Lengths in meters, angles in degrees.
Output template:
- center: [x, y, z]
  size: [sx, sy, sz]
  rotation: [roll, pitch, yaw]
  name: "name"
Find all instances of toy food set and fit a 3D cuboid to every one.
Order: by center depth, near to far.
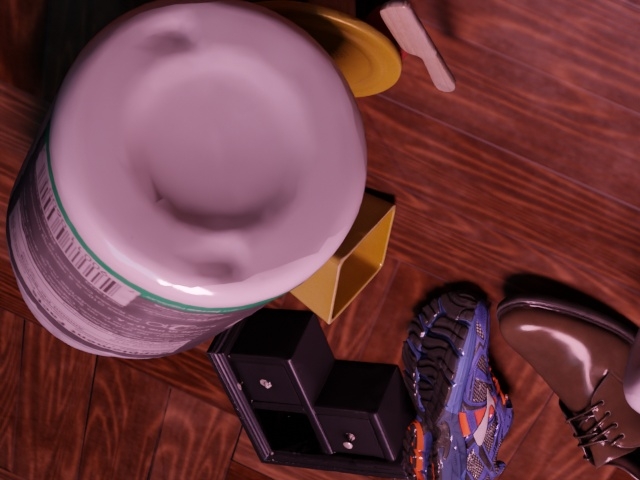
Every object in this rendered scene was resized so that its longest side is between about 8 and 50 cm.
- center: [-0.005, -0.157, 1.007]
  size: [0.218, 0.071, 0.128]
  rotation: [1, 158, 32]
  name: "toy food set"

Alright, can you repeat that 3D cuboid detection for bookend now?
- center: [0.002, 0.135, 1.308]
  size: [0.157, 0.072, 0.156]
  rotation: [3, 134, 27]
  name: "bookend"

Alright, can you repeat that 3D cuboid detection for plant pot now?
- center: [0.000, 0.000, 1.159]
  size: [0.083, 0.081, 0.081]
  rotation: [30, 143, 17]
  name: "plant pot"

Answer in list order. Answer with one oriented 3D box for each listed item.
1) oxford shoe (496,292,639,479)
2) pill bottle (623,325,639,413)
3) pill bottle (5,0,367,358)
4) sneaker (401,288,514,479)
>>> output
- center: [0.228, 0.127, 1.151]
  size: [0.227, 0.096, 0.083]
  rotation: [38, 142, -9]
  name: "oxford shoe"
- center: [0.360, 0.108, 1.013]
  size: [0.264, 0.146, 0.146]
  rotation: [26, 141, 2]
  name: "pill bottle"
- center: [-0.117, -0.024, 1.043]
  size: [0.204, 0.204, 0.361]
  rotation: [35, 160, -9]
  name: "pill bottle"
- center: [0.123, 0.132, 1.239]
  size: [0.083, 0.087, 0.221]
  rotation: [49, 146, 46]
  name: "sneaker"
